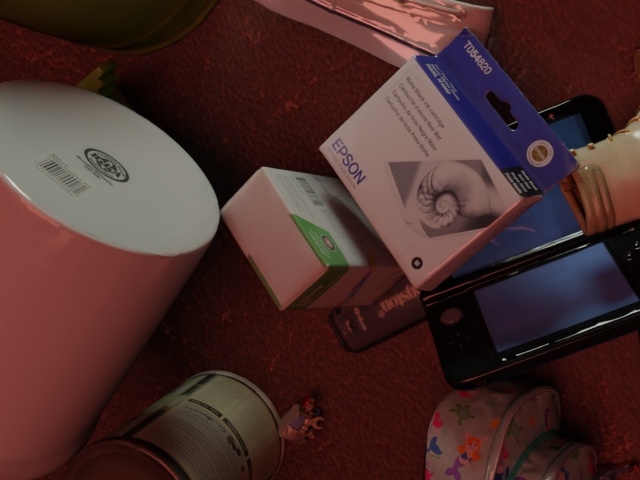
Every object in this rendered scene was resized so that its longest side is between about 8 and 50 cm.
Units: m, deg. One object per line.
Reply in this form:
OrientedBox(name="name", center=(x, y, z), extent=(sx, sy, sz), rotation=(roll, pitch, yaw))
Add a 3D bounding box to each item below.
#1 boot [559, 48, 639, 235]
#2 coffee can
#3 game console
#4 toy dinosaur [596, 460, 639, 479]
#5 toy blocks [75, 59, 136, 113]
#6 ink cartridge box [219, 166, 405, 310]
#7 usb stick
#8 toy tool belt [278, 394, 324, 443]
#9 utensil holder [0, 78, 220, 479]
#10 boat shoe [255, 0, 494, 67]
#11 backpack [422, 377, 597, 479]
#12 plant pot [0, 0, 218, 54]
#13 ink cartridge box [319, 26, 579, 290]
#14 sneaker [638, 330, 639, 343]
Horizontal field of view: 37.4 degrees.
OrientedBox(name="boot", center=(0.338, -0.115, 1.052), extent=(0.165, 0.077, 0.213), rotation=(-13, 67, 4))
OrientedBox(name="coffee can", center=(-0.193, 0.318, 1.305), extent=(0.202, 0.275, 0.201), rotation=(5, 103, 21))
OrientedBox(name="game console", center=(0.239, -0.003, 1.088), extent=(0.293, 0.250, 0.173), rotation=(-22, 119, 8))
OrientedBox(name="toy dinosaur", center=(0.363, 0.300, 1.211), extent=(0.082, 0.047, 0.090), rotation=(-46, 72, 5))
OrientedBox(name="toy blocks", center=(-0.346, -0.045, 1.358), extent=(0.381, 0.191, 0.261), rotation=(-32, 100, 24))
OrientedBox(name="ink cartridge box", center=(0.000, 0.000, 1.177), extent=(0.093, 0.212, 0.154), rotation=(-45, 67, 26))
OrientedBox(name="usb stick", center=(0.134, 0.066, 1.246), extent=(0.278, 0.045, 0.077), rotation=(-29, 91, 25))
OrientedBox(name="toy tool belt", center=(-0.020, 0.258, 1.354), extent=(0.051, 0.052, 0.083), rotation=(30, 118, -20))
OrientedBox(name="utensil holder", center=(-0.344, 0.046, 1.149), extent=(0.327, 0.327, 0.385), rotation=(41, 116, 9))
OrientedBox(name="boat shoe", center=(0.042, -0.326, 1.148), extent=(0.367, 0.136, 0.156), rotation=(28, 110, 11))
OrientedBox(name="backpack", center=(0.224, 0.296, 1.156), extent=(0.191, 0.225, 0.253), rotation=(4, 100, 38))
OrientedBox(name="plant pot", center=(-0.337, -0.410, 1.160), extent=(0.367, 0.353, 0.366), rotation=(5, 103, 20))
OrientedBox(name="ink cartridge box", center=(0.136, -0.095, 1.067), extent=(0.224, 0.045, 0.223), rotation=(-43, 65, 21))
OrientedBox(name="sneaker", center=(0.441, 0.070, 1.109), extent=(0.087, 0.083, 0.221), rotation=(19, 113, 4))
